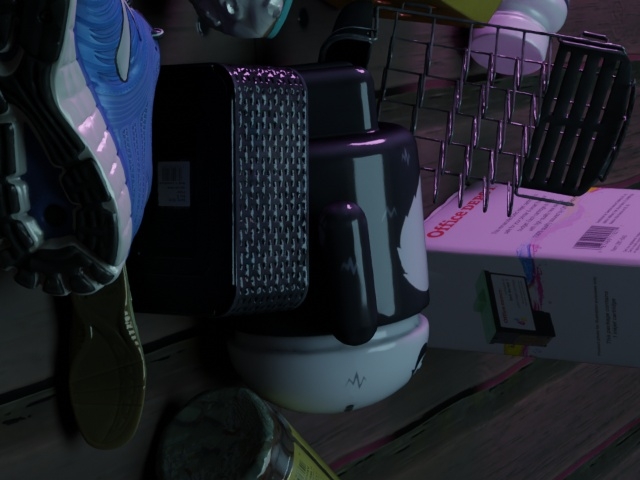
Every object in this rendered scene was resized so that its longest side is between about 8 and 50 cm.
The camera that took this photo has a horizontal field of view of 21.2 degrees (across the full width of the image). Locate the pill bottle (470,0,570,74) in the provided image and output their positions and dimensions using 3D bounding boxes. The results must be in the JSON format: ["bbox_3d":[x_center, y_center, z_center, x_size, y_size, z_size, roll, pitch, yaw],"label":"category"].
[{"bbox_3d":[0.215,-0.273,1.823,0.108,0.108,0.180,47,50,-52],"label":"pill bottle"}]

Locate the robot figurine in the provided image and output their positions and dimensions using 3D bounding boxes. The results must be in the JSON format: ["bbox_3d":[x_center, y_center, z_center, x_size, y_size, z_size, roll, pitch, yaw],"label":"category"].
[{"bbox_3d":[0.002,-0.001,1.367,0.209,0.173,0.278,-21,109,-58],"label":"robot figurine"}]

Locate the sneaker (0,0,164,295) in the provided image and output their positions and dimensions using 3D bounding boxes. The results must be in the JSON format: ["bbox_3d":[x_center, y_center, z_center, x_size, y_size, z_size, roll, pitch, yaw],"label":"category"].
[{"bbox_3d":[-0.182,-0.137,1.110,0.147,0.129,0.330,-62,147,-63],"label":"sneaker"}]

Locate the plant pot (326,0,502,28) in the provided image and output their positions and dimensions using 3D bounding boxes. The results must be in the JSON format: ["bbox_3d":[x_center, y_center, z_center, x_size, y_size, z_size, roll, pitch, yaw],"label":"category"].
[{"bbox_3d":[0.072,-0.294,1.475,0.212,0.212,0.187,18,83,-61],"label":"plant pot"}]

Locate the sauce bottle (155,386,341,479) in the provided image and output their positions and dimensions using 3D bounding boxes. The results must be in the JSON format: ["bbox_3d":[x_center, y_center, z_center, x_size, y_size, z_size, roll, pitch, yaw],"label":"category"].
[{"bbox_3d":[-0.014,0.244,1.411,0.344,0.111,0.111,54,45,-47],"label":"sauce bottle"}]

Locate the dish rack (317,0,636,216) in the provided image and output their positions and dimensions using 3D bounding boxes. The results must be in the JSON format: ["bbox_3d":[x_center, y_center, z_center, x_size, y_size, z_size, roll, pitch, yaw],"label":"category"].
[{"bbox_3d":[0.127,-0.102,1.466,0.208,0.271,0.074,100,-1,-49],"label":"dish rack"}]

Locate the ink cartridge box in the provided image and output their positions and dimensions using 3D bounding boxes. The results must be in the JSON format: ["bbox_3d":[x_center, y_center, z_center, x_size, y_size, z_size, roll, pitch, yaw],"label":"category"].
[{"bbox_3d":[0.246,0.030,1.714,0.201,0.278,0.117,-38,126,-55],"label":"ink cartridge box"}]

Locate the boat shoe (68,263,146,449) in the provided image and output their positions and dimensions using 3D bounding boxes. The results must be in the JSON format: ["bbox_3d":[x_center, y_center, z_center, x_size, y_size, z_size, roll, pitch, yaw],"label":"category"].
[{"bbox_3d":[-0.153,0.070,1.216,0.048,0.056,0.153,-113,-165,-84],"label":"boat shoe"}]

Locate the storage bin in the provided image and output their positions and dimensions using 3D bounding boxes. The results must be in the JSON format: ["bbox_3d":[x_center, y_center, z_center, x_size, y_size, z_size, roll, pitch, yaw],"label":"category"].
[{"bbox_3d":[-0.081,-0.037,1.254,0.084,0.122,0.180,-4,95,-51],"label":"storage bin"}]

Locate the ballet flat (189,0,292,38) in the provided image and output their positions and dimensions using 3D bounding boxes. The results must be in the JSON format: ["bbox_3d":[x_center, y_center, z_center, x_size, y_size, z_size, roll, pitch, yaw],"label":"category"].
[{"bbox_3d":[-0.085,-0.351,1.281,0.147,0.147,0.409,23,68,-60],"label":"ballet flat"}]
